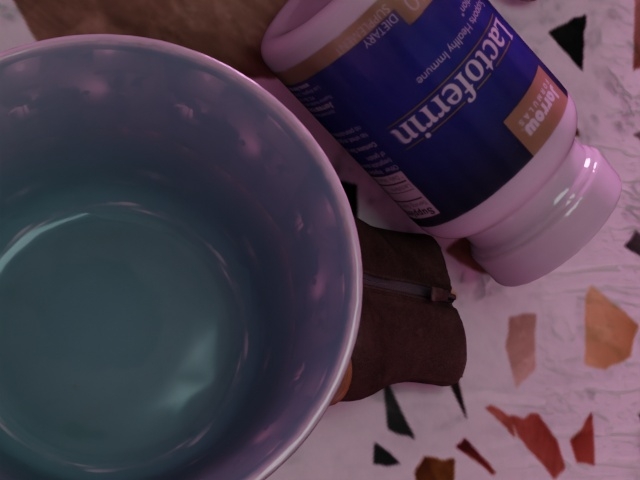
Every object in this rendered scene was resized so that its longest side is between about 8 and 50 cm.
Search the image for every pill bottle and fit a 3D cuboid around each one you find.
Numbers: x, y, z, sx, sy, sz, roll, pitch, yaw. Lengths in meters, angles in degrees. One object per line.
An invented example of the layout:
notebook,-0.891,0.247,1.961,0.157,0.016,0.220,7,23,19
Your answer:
pill bottle,0.094,-0.098,1.275,0.265,0.153,0.153,45,60,-17

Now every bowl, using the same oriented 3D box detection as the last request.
bowl,-0.137,0.043,1.079,0.311,0.163,0.311,2,73,-5

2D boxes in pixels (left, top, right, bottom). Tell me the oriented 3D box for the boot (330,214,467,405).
boot,0.000,0.000,1.261,0.207,0.090,0.248,-1,72,-43
